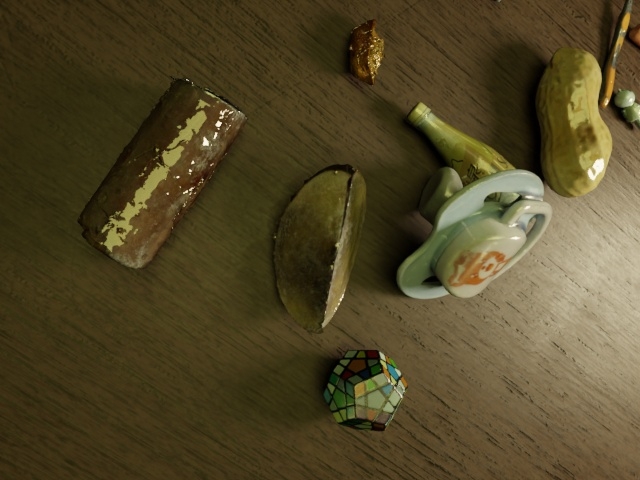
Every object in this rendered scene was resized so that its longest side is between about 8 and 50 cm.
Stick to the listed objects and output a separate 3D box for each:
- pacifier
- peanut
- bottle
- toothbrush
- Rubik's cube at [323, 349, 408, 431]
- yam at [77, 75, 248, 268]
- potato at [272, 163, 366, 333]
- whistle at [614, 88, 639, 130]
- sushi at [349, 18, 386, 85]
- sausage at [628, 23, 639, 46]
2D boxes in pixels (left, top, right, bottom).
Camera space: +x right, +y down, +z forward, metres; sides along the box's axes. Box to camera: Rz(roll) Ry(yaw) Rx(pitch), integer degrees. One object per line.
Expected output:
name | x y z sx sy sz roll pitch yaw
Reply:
pacifier | 0.227 -0.028 0.772 0.228 0.278 0.207 -2 47 -32
peanut | 0.458 -0.214 0.852 0.125 0.111 0.274 -2 89 -17
bottle | 0.258 -0.137 0.818 0.270 0.083 0.083 41 80 -6
toothbrush | 0.585 -0.413 0.929 0.023 0.031 0.320 15 85 -11
Rubik's cube | 0.071 0.235 0.747 0.112 0.133 0.133 -37 97 17
yam | -0.229 -0.102 0.688 0.131 0.131 0.279 34 82 -10
potato | 0.001 0.002 0.767 0.121 0.100 0.260 17 101 26
whistle | 0.607 -0.254 0.927 0.035 0.035 0.100 -39 98 -11
sushi | 0.080 -0.315 0.794 0.060 0.061 0.117 1 95 13
sausage | 0.652 -0.396 0.942 0.083 0.034 0.034 30 82 -12
